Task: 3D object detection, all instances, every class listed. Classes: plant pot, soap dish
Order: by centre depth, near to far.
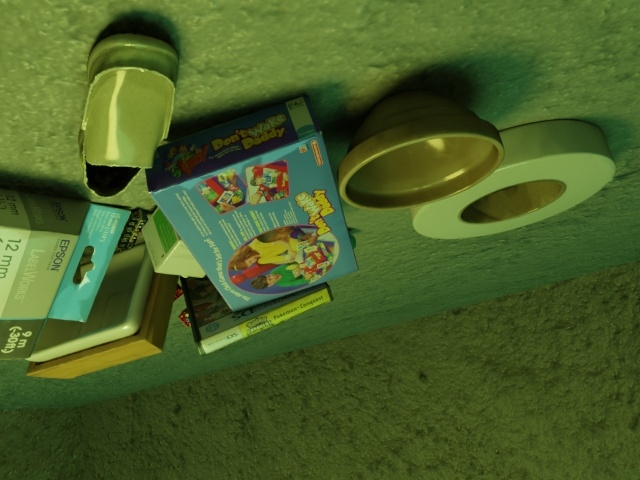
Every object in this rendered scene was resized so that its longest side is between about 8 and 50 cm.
[{"bbox_3d":[0.134,-0.138,0.845,0.237,0.110,0.237,-10,160,-3],"label":"plant pot"},{"bbox_3d":[-0.424,0.145,1.161,0.290,0.229,0.118,-18,135,19],"label":"soap dish"}]

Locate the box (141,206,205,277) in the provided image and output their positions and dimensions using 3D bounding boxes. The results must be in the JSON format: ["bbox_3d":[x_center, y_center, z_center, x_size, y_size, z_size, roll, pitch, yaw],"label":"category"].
[{"bbox_3d":[-0.235,-0.004,1.008,0.101,0.101,0.087,10,131,-46],"label":"box"}]

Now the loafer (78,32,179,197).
[{"bbox_3d":[-0.225,-0.132,0.682,0.101,0.092,0.268,-1,159,-27],"label":"loafer"}]

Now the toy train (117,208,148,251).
[{"bbox_3d":[-0.340,-0.016,1.058,0.036,0.027,0.158,-4,161,-30],"label":"toy train"}]

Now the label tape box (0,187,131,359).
[{"bbox_3d":[-0.475,0.055,0.883,0.347,0.115,0.249,10,119,-43],"label":"label tape box"}]

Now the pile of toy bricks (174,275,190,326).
[{"bbox_3d":[-0.241,0.079,1.288,0.212,0.118,0.105,-40,-156,-2],"label":"pile of toy bricks"}]

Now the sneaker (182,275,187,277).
[{"bbox_3d":[-0.175,0.017,1.149,0.228,0.092,0.087,-8,160,-13],"label":"sneaker"}]

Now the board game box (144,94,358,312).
[{"bbox_3d":[-0.084,-0.033,0.889,0.233,0.078,0.347,-19,145,0],"label":"board game box"}]

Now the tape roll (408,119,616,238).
[{"bbox_3d":[0.363,-0.103,1.140,0.391,0.072,0.392,-9,161,-3],"label":"tape roll"}]

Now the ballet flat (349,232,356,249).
[{"bbox_3d":[0.000,0.000,1.252,0.070,0.070,0.188,-23,154,33],"label":"ballet flat"}]

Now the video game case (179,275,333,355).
[{"bbox_3d":[-0.134,0.087,1.115,0.248,0.035,0.275,-22,-153,-10],"label":"video game case"}]

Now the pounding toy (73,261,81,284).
[{"bbox_3d":[-0.523,0.068,1.085,0.141,0.100,0.130,-19,160,21],"label":"pounding toy"}]
